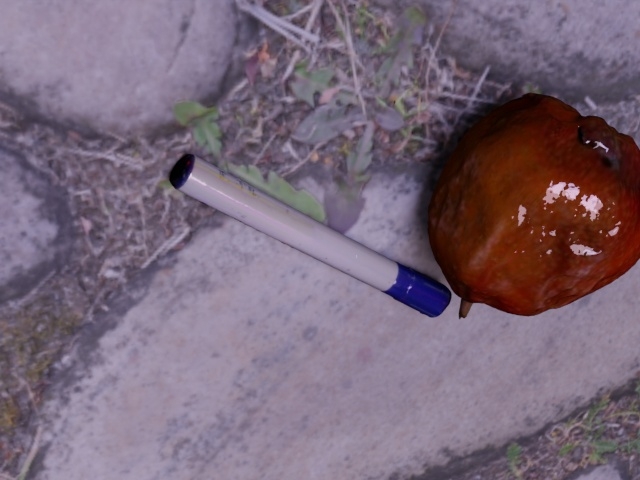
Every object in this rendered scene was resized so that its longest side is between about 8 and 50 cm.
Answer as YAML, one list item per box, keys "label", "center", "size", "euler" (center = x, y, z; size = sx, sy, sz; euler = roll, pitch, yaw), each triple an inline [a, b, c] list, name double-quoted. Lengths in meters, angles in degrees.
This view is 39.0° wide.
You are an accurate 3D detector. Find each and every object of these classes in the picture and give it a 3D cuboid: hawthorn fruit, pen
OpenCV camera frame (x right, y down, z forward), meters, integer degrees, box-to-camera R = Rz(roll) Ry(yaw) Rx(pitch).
- label: "hawthorn fruit"
  center: [0.173, -0.025, 0.716]
  size: [0.179, 0.173, 0.173]
  euler: [-31, 119, -7]
- label: "pen"
  center: [0.000, 0.001, 0.733]
  size: [0.269, 0.033, 0.033]
  euler: [27, 101, -28]
